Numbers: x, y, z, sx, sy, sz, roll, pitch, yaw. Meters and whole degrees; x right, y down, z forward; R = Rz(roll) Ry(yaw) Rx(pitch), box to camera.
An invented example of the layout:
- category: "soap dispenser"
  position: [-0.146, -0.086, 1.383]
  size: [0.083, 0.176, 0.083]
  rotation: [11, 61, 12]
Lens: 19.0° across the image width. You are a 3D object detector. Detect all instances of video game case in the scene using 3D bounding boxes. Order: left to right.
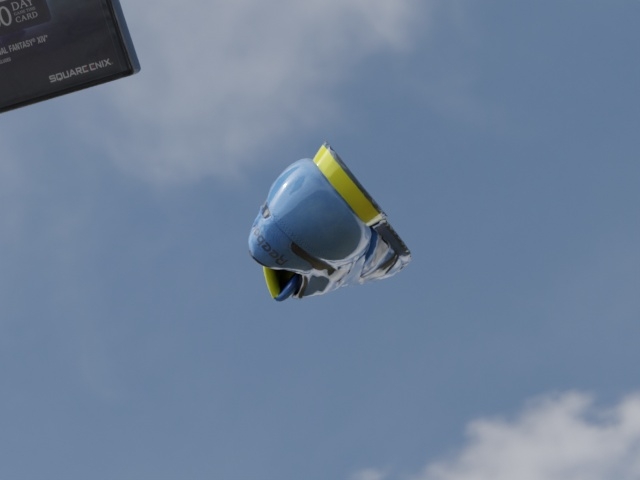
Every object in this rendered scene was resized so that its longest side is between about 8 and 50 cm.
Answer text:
- category: "video game case"
  position: [-0.261, -0.225, 1.370]
  size: [0.196, 0.026, 0.274]
  rotation: [-15, -80, 13]

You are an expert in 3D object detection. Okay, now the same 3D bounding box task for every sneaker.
- category: "sneaker"
  position: [0.000, 0.000, 1.126]
  size: [0.082, 0.069, 0.209]
  rotation: [-41, -12, 2]
